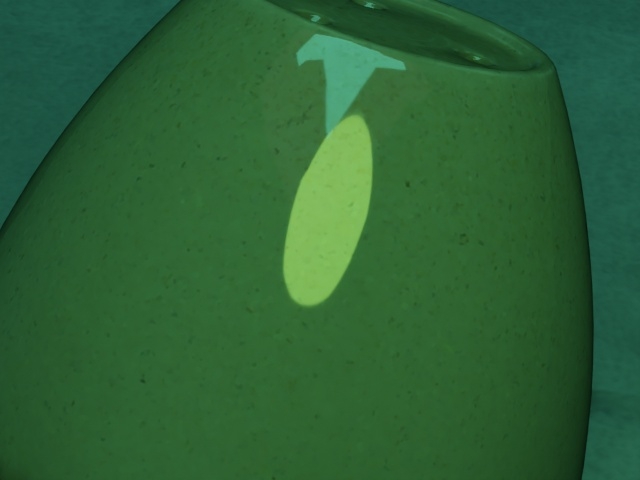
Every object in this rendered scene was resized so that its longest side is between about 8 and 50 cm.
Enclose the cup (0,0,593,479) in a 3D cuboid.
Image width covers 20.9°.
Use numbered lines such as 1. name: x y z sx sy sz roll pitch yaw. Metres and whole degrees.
1. cup: 0.000 0.000 0.853 0.331 0.237 0.331 15 19 -5
